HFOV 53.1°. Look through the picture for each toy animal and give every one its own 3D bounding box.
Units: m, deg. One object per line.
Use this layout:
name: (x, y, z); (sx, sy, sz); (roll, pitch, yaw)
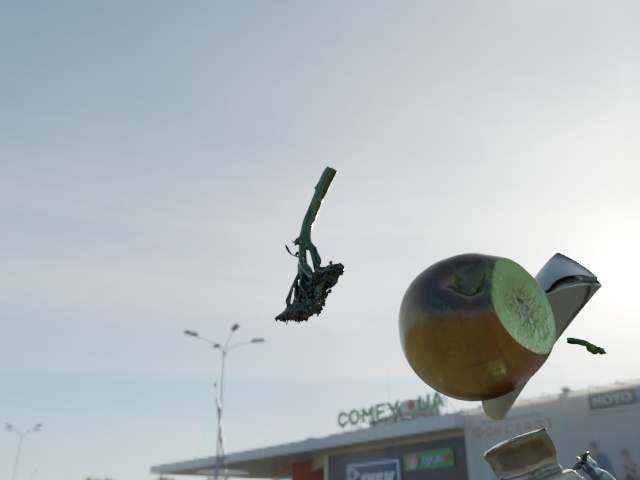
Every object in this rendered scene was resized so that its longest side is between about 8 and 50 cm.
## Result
toy animal: (0.579, 0.542, 1.278); (0.176, 0.216, 0.073); (26, -34, -18)

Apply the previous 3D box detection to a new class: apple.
apple: (0.165, 0.091, 0.691); (0.163, 0.146, 0.147); (-19, -54, 17)

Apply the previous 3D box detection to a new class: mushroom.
mushroom: (0.277, 0.377, 0.820); (0.173, 0.236, 0.162); (-16, -22, -10)

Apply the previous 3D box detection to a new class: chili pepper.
chili pepper: (0.545, 0.215, 1.311); (0.083, 0.022, 0.027); (19, -51, 18)

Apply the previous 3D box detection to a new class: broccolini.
broccolini: (0.001, -0.007, 0.957); (0.123, 0.271, 0.062); (-14, -36, 41)

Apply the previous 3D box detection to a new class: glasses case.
glasses case: (0.344, 0.156, 1.090); (0.083, 0.128, 0.308); (19, -66, -14)
